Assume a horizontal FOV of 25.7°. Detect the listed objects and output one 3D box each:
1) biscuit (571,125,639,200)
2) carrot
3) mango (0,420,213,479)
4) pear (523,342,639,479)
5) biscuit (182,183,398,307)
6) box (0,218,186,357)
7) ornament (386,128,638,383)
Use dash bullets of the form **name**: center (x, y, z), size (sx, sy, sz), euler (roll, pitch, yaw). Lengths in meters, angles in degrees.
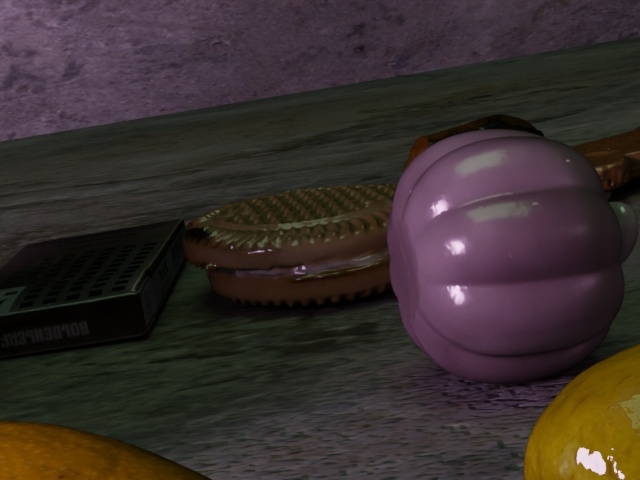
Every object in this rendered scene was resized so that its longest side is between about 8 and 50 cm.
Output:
- **biscuit**: center (0.291, -0.076, 1.543), size (0.340, 0.047, 0.216), euler (-15, 11, -15)
- **carrot**: center (0.179, -0.103, 1.660), size (0.173, 0.082, 0.082), euler (-10, 12, -24)
- **mango**: center (-0.157, 0.155, 0.591), size (0.359, 0.144, 0.187), euler (-1, 25, 9)
- **pear**: center (0.165, 0.108, 0.564), size (0.162, 0.148, 0.149), euler (-2, 10, -17)
- **biscuit**: center (0.000, 0.000, 1.319), size (0.259, 0.079, 0.259), euler (-9, 13, 2)
- **box**: center (-0.236, 0.043, 1.377), size (0.180, 0.047, 0.325), euler (-9, 11, 4)
- **ornament**: center (0.133, 0.009, 0.970), size (0.178, 0.177, 0.177), euler (-9, 12, 2)
